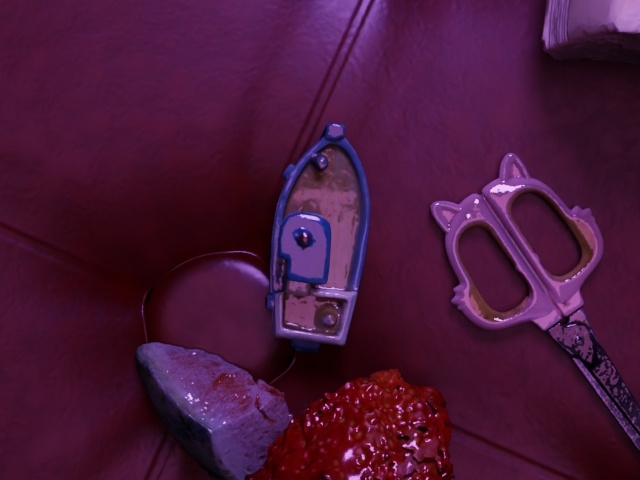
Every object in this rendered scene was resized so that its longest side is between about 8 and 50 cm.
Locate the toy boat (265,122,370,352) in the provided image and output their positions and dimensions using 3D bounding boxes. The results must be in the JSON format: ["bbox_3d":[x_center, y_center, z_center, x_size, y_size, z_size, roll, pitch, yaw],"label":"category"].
[{"bbox_3d":[0.000,0.000,1.244,0.088,0.102,0.215,8,91,-4],"label":"toy boat"}]

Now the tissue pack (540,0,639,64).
[{"bbox_3d":[0.370,-0.334,1.179,0.297,0.207,0.381,4,92,-13],"label":"tissue pack"}]

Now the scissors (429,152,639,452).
[{"bbox_3d":[0.229,0.073,1.289,0.160,0.024,0.318,-33,92,-2],"label":"scissors"}]

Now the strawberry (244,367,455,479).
[{"bbox_3d":[0.044,0.212,1.225,0.201,0.186,0.184,-59,135,-24],"label":"strawberry"}]

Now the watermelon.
[{"bbox_3d":[-0.101,0.158,1.273,0.180,0.081,0.094,34,65,-7],"label":"watermelon"}]
